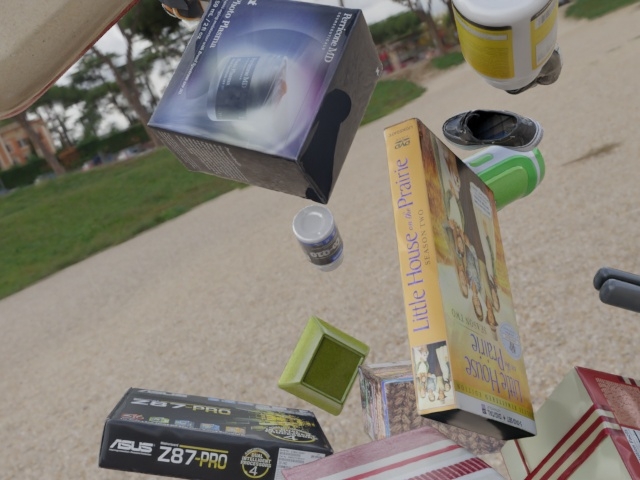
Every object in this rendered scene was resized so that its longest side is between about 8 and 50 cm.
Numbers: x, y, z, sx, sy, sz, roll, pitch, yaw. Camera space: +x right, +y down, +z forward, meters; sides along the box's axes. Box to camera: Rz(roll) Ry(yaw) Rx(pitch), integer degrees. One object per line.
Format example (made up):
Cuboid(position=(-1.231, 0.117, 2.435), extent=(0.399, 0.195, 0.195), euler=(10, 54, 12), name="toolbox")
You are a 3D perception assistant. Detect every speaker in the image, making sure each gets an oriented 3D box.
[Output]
Cuboid(position=(0.289, -0.096, 1.425), extent=(0.297, 0.131, 0.131), euler=(-27, 10, -24), name="speaker")

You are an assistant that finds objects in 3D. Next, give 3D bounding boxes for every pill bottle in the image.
Cuboid(position=(0.195, -0.230, 0.778), extent=(0.103, 0.103, 0.184), euler=(-21, -19, 10), name="pill bottle")
Cuboid(position=(0.000, 0.000, 1.380), extent=(0.078, 0.078, 0.137), euler=(-23, -31, 1), name="pill bottle")

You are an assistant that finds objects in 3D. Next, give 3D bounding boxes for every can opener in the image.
Cuboid(position=(0.583, 0.119, 1.234), extent=(0.280, 0.093, 0.074), euler=(19, 28, -9), name="can opener")

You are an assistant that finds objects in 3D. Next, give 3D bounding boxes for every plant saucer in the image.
Cuboid(position=(0.020, 0.301, 1.756), extent=(0.045, 0.188, 0.188), euler=(3, 64, 63), name="plant saucer")

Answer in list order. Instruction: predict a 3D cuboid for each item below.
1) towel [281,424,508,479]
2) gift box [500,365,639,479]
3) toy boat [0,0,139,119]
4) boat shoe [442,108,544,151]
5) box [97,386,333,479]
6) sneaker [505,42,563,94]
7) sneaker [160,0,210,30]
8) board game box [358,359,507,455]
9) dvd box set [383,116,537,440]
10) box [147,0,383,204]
Cuboid(position=(0.111, 0.317, 0.887), extent=(0.237, 0.037, 0.329), euler=(-12, 10, -18), name="towel")
Cuboid(position=(0.465, 0.385, 1.142), extent=(0.255, 0.276, 0.258), euler=(-92, 25, -55), name="gift box")
Cuboid(position=(-0.251, -0.202, 0.621), extent=(0.231, 0.151, 0.151), euler=(-48, 9, -8), name="toy boat")
Cuboid(position=(0.291, -0.203, 1.338), extent=(0.076, 0.080, 0.228), euler=(21, 2, -36), name="boat shoe")
Cuboid(position=(-0.192, 0.372, 1.404), extent=(0.395, 0.097, 0.318), euler=(9, -4, -6), name="box")
Cuboid(position=(0.277, -0.245, 1.030), extent=(0.078, 0.106, 0.234), euler=(7, -7, 31), name="sneaker")
Cuboid(position=(-0.297, -0.548, 1.548), extent=(0.127, 0.126, 0.321), euler=(-42, -25, 2), name="sneaker")
Cuboid(position=(0.211, 0.307, 1.400), extent=(0.232, 0.141, 0.291), euler=(-5, -3, -6), name="board game box")
Cuboid(position=(0.208, 0.065, 1.096), extent=(0.062, 0.420, 0.308), euler=(-19, -29, 29), name="dvd box set")
Cuboid(position=(-0.087, -0.256, 1.298), extent=(0.294, 0.296, 0.183), euler=(15, -17, 22), name="box")
